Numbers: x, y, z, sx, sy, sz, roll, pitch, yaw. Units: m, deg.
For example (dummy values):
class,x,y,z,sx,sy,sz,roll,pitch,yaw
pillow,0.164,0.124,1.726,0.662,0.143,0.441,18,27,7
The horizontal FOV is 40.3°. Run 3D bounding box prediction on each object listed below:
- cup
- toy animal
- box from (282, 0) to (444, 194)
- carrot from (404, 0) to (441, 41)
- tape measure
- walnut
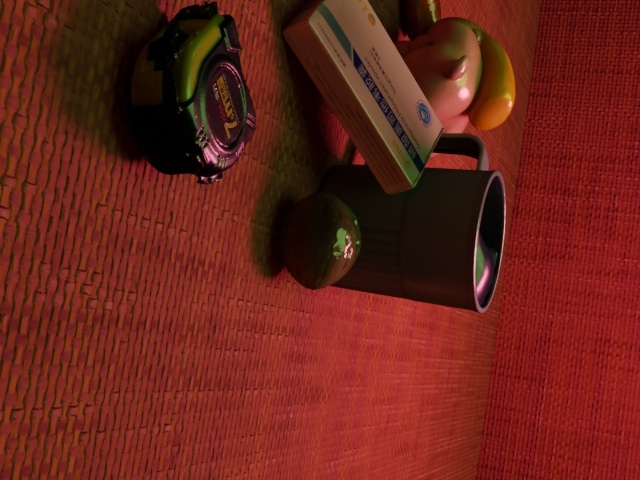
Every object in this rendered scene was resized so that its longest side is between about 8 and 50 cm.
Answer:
class,x,y,z,sx,sy,sz,roll,pitch,yaw
cup,0.171,-0.048,1.637,0.256,0.311,0.331,-4,100,-68
toy animal,0.216,-0.340,1.831,0.246,0.345,0.278,1,74,-35
box,0.083,-0.270,1.509,0.343,0.065,0.200,54,41,-23
carrot,0.222,-0.531,1.924,0.087,0.087,0.193,-54,142,-50
tape measure,-0.161,-0.171,1.063,0.186,0.112,0.199,-66,148,-51
walnut,-0.001,0.000,1.469,0.140,0.140,0.162,3,79,-68
